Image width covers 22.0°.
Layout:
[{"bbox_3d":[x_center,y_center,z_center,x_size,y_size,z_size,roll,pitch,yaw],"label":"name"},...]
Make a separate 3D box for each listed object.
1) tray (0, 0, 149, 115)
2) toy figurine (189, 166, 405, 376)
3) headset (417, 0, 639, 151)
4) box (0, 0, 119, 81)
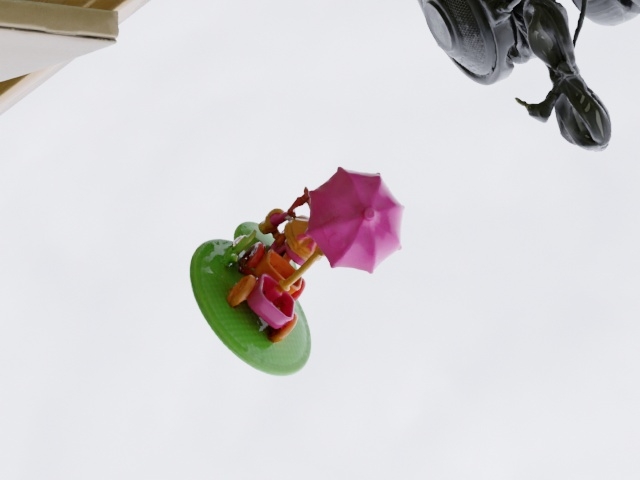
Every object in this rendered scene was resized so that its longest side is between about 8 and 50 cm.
[{"bbox_3d":[-0.204,-0.279,1.338,0.411,0.203,0.076,-37,180,3],"label":"tray"},{"bbox_3d":[0.000,0.000,1.305,0.159,0.130,0.173,-39,-162,28],"label":"toy figurine"},{"bbox_3d":[0.205,-0.198,1.384,0.243,0.185,0.394,-23,-169,16],"label":"headset"},{"bbox_3d":[-0.245,-0.119,0.954,0.164,0.201,0.021,-8,-96,49],"label":"box"}]
